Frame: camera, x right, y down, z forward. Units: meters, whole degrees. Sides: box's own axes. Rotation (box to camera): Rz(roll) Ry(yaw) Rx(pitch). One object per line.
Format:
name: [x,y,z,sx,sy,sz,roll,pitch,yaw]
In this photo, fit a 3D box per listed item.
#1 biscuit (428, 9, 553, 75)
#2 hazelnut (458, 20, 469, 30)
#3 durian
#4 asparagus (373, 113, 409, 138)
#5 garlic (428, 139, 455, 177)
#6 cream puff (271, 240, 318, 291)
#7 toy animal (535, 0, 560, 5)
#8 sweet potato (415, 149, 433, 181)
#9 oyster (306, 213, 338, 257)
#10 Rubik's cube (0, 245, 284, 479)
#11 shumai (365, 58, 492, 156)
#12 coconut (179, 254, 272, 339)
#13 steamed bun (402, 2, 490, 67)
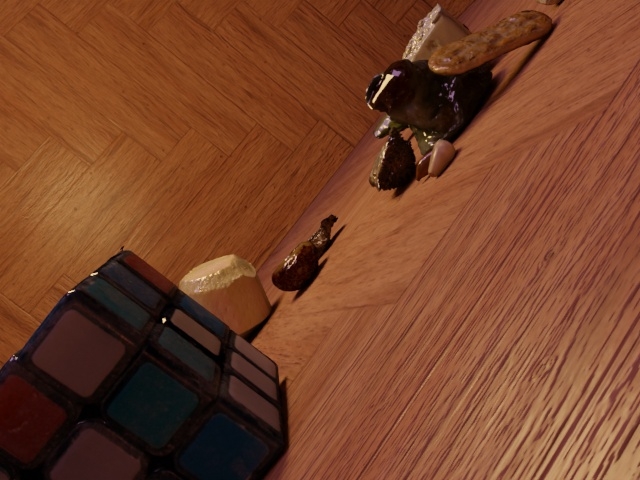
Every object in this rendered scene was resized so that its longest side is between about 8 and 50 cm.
biscuit: [0.323,-0.381,1.325,0.247,0.029,0.118,-25,40,0]
hazelnut: [0.324,-0.474,1.825,0.170,0.160,0.201,-19,37,42]
durian: [0.161,-0.161,1.518,0.188,0.091,0.148,-62,0,-46]
asparagus: [0.303,-0.431,1.991,0.382,0.108,0.128,-52,-25,11]
garlic: [0.221,-0.155,1.270,0.083,0.041,0.053,-63,6,-31]
cream puff: [-0.055,0.071,1.751,0.149,0.084,0.149,-46,7,7]
toy animal: [0.522,-0.570,1.413,0.184,0.104,0.185,-23,-26,-26]
sweet potato: [0.214,-0.154,1.336,0.095,0.034,0.034,-47,7,16]
oyster: [-0.005,0.007,1.903,0.177,0.056,0.105,-52,-6,-17]
Rubik's cube: [-0.285,0.263,1.014,0.358,0.363,0.362,-53,5,1]
shumai: [0.227,-0.320,1.458,0.222,0.204,0.272,-48,3,29]
coconut: [-0.267,0.182,1.967,0.239,0.244,0.239,-20,13,5]
steamed bun: [0.278,-0.427,1.679,0.225,0.200,0.170,-47,13,22]
